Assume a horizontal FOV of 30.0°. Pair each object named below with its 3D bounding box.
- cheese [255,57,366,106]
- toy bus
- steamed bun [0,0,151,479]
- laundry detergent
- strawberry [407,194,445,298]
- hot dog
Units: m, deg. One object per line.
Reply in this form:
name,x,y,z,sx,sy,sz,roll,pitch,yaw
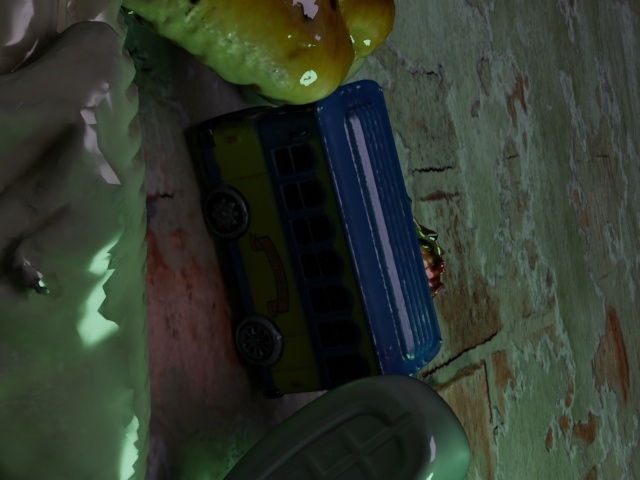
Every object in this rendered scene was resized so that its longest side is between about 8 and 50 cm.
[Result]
cheese,-0.037,-0.260,1.244,0.218,0.117,0.235,-11,88,-58
toy bus,0.000,0.000,1.179,0.138,0.175,0.288,-27,105,-57
steamed bun,-0.236,-0.036,0.702,0.342,0.255,0.368,-120,-148,-58
laundry detergent,0.041,0.248,1.165,0.125,0.264,0.398,53,6,19
strawberry,0.046,0.039,1.354,0.167,0.087,0.208,52,60,-22
hot dog,-0.075,-0.299,1.011,0.365,0.196,0.367,42,51,-22
